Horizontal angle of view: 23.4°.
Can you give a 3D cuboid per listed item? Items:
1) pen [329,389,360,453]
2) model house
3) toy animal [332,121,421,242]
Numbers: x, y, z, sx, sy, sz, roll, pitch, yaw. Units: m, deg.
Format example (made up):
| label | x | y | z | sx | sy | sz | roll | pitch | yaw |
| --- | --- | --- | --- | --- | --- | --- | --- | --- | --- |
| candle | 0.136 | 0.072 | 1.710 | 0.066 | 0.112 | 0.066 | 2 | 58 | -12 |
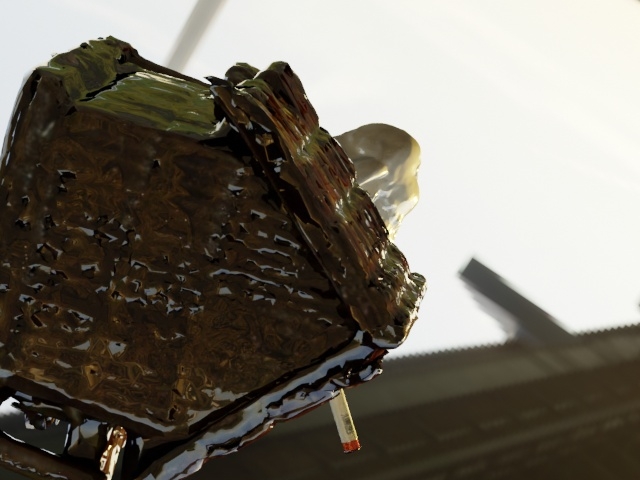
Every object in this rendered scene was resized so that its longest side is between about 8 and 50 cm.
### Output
| label | x | y | z | sx | sy | sz | roll | pitch | yaw |
| --- | --- | --- | --- | --- | --- | --- | --- | --- | --- |
| pen | 0.015 | 0.203 | 2.254 | 0.026 | 0.026 | 0.218 | -16 | -91 | -67 |
| model house | -0.069 | 0.024 | 1.053 | 0.282 | 0.297 | 0.317 | 11 | -170 | 2 |
| toy animal | 0.000 | 0.000 | 2.005 | 0.257 | 0.357 | 0.194 | 26 | -176 | -42 |
